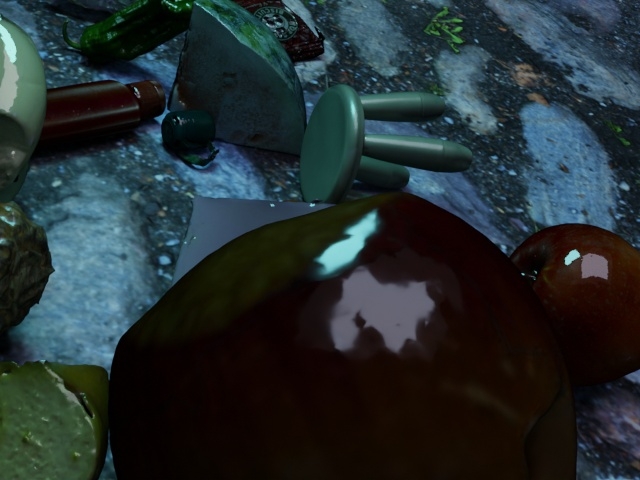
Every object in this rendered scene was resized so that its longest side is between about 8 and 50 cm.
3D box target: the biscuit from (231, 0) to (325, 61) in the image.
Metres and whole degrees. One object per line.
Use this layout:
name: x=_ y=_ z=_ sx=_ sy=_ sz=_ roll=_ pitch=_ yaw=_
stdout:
biscuit: x=-0.104 y=-0.415 z=1.959 sx=0.151 sy=0.063 sz=0.235 roll=-23 pitch=57 yaw=-30

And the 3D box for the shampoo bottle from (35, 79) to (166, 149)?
shampoo bottle: x=-0.350 y=-0.193 z=1.539 sx=0.260 sy=0.064 sz=0.102 roll=-20 pitch=51 yaw=-42

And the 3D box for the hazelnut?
hazelnut: x=0.004 y=0.161 z=0.918 sx=0.402 sy=0.429 sz=0.402 roll=25 pitch=53 yaw=-39

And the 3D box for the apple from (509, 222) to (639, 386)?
apple: x=0.347 y=0.086 z=1.395 sx=0.201 sy=0.218 sz=0.218 roll=41 pitch=32 yaw=-16

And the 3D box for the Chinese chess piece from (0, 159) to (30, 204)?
Chinese chess piece: x=-0.481 y=-0.113 z=1.304 sx=0.238 sy=0.092 sz=0.237 roll=9 pitch=52 yaw=-12

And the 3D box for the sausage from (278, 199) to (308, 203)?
sausage: x=0.000 y=0.000 z=1.443 sx=0.179 sy=0.089 sz=0.089 roll=21 pitch=35 yaw=-2

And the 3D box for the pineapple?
pineapple: x=-0.482 y=0.001 z=1.156 sx=0.361 sy=0.175 sz=0.175 roll=16 pitch=33 yaw=17

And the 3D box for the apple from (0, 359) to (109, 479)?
apple: x=-0.361 y=0.184 z=0.942 sx=0.346 sy=0.179 sz=0.254 roll=1 pitch=23 yaw=1

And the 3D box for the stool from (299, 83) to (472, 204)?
stool: x=0.092 y=-0.124 z=1.560 sx=0.199 sy=0.195 sz=0.195 roll=8 pitch=37 yaw=-20

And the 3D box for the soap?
soap: x=-0.033 y=0.063 z=1.267 sx=0.296 sy=0.107 sz=0.285 roll=4 pitch=35 yaw=4

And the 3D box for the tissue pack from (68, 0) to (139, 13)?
tissue pack: x=-0.356 y=-0.490 z=1.881 sx=0.215 sy=0.122 sz=0.256 roll=17 pitch=28 yaw=-3

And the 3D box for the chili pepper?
chili pepper: x=-0.299 y=-0.344 z=1.675 sx=0.100 sy=0.257 sz=0.074 roll=27 pitch=51 yaw=-54

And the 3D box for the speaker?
speaker: x=-0.197 y=-0.153 z=1.584 sx=0.075 sy=0.060 sz=0.094 roll=-10 pitch=81 yaw=-36

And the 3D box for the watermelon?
watermelon: x=-0.136 y=-0.239 z=1.681 sx=0.289 sy=0.214 sz=0.320 roll=53 pitch=-7 yaw=-8

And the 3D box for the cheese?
cheese: x=-0.458 y=-0.172 z=1.218 sx=0.266 sy=0.127 sz=0.233 roll=10 pitch=56 yaw=-9
